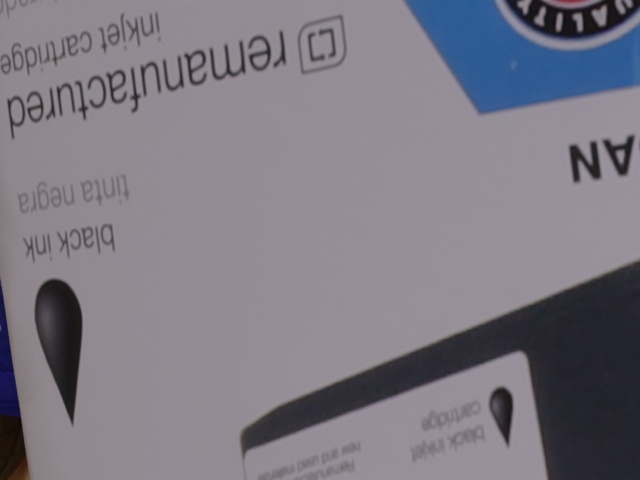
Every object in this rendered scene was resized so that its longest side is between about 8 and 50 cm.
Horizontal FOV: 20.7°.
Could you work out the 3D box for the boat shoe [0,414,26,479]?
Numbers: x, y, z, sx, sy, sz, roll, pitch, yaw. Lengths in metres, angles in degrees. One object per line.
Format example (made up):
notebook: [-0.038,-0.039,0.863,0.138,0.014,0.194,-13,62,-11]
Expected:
boat shoe: [-0.174,0.059,0.906,0.060,0.064,0.178,22,90,43]

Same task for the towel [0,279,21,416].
towel: [-0.120,-0.069,0.837,0.227,0.076,0.308,7,88,-1]

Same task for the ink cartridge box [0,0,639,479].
ink cartridge box: [0.069,0.073,0.479,0.285,0.166,0.395,-8,91,42]
